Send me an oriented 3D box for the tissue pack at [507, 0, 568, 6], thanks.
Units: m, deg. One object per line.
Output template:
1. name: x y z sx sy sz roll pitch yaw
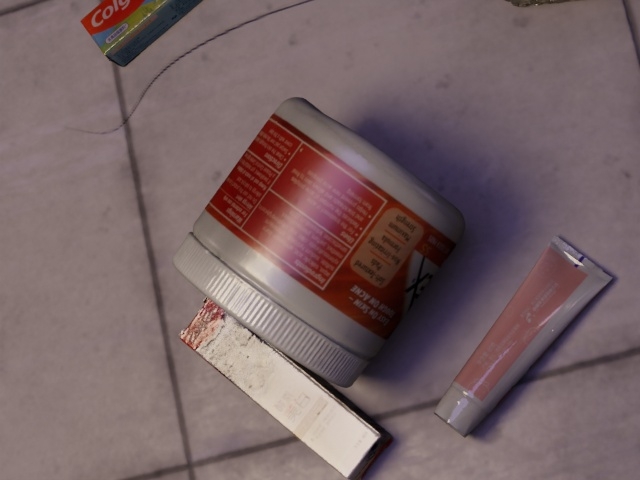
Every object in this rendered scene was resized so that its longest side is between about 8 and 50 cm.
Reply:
1. tissue pack: 0.183 -0.405 1.686 0.125 0.242 0.344 -7 77 20

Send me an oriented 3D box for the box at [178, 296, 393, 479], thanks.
1. box: -0.033 0.134 1.752 0.218 0.039 0.055 37 93 21

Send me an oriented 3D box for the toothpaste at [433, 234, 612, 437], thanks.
1. toothpaste: 0.175 0.088 1.698 0.067 0.043 0.194 38 86 23

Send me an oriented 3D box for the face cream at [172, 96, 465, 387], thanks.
1. face cream: 0.000 0.000 1.683 0.201 0.201 0.187 36 91 21

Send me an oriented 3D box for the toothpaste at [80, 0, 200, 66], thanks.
1. toothpaste: -0.149 -0.261 1.867 0.193 0.044 0.070 -39 69 6
